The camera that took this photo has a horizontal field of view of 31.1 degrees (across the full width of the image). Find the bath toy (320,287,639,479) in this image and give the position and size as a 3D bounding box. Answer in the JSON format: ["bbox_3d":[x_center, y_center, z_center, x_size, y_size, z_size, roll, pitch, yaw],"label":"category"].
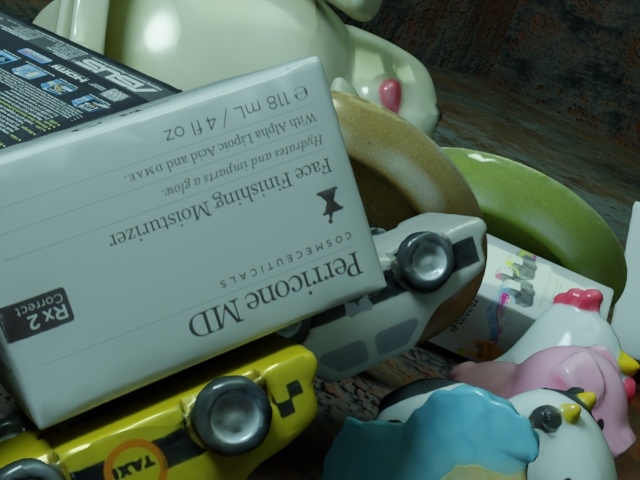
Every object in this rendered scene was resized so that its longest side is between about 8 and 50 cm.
[{"bbox_3d":[0.136,0.111,0.747,0.151,0.129,0.348,25,16,21],"label":"bath toy"}]

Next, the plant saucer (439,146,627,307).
[{"bbox_3d":[0.143,0.015,0.999,0.241,0.241,0.037,22,59,10],"label":"plant saucer"}]

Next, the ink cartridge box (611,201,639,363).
[{"bbox_3d":[0.498,0.075,1.029,0.279,0.160,0.385,9,1,-40],"label":"ink cartridge box"}]

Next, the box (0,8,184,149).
[{"bbox_3d":[-0.340,-0.092,0.780,0.395,0.097,0.318,26,33,25],"label":"box"}]

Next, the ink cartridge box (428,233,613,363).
[{"bbox_3d":[0.134,0.050,0.951,0.181,0.104,0.061,24,58,1],"label":"ink cartridge box"}]

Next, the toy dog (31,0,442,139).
[{"bbox_3d":[-0.074,-0.124,1.114,0.408,0.395,0.284,12,61,-23],"label":"toy dog"}]

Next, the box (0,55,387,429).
[{"bbox_3d":[-0.093,-0.006,0.586,0.181,0.119,0.182,-22,11,-21],"label":"box"}]

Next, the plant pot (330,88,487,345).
[{"bbox_3d":[0.000,0.000,0.820,0.236,0.236,0.032,21,41,6],"label":"plant pot"}]

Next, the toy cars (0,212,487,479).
[{"bbox_3d":[-0.035,0.081,0.617,0.176,0.087,0.394,-12,12,33],"label":"toy cars"}]
